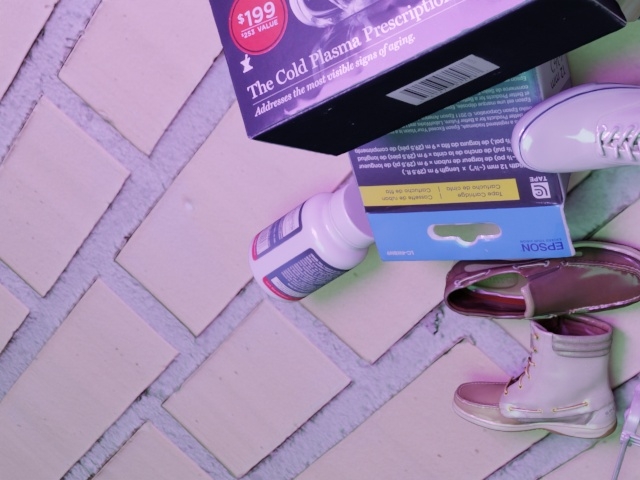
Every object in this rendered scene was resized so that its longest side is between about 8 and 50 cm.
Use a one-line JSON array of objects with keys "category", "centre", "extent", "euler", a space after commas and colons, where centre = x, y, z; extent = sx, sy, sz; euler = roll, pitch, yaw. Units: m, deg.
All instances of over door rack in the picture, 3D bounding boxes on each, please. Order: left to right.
[{"category": "over door rack", "centre": [0.476, 0.314, 1.461], "extent": [0.239, 0.108, 0.324], "euler": [20, 142, 18]}]

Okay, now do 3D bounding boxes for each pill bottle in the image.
[{"category": "pill bottle", "centre": [0.000, 0.000, 1.519], "extent": [0.180, 0.108, 0.108], "euler": [-32, 100, 40]}]

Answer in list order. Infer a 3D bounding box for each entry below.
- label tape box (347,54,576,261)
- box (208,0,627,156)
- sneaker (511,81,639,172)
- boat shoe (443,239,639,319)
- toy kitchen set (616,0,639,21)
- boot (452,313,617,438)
[{"category": "label tape box", "centre": [0.153, -0.151, 1.333], "extent": [0.249, 0.115, 0.348], "euler": [-2, 120, 30]}, {"category": "box", "centre": [0.066, -0.292, 1.133], "extent": [0.343, 0.179, 0.312], "euler": [-23, 76, 28]}, {"category": "sneaker", "centre": [0.327, -0.114, 1.198], "extent": [0.258, 0.091, 0.094], "euler": [-10, 114, 3]}, {"category": "boat shoe", "centre": [0.269, 0.062, 1.410], "extent": [0.257, 0.095, 0.095], "euler": [-5, 117, 32]}, {"category": "toy kitchen set", "centre": [0.406, -0.228, 1.166], "extent": [0.207, 0.166, 0.122], "euler": [63, 146, 28]}, {"category": "boot", "centre": [0.268, 0.163, 1.490], "extent": [0.213, 0.077, 0.165], "euler": [4, 122, 22]}]
